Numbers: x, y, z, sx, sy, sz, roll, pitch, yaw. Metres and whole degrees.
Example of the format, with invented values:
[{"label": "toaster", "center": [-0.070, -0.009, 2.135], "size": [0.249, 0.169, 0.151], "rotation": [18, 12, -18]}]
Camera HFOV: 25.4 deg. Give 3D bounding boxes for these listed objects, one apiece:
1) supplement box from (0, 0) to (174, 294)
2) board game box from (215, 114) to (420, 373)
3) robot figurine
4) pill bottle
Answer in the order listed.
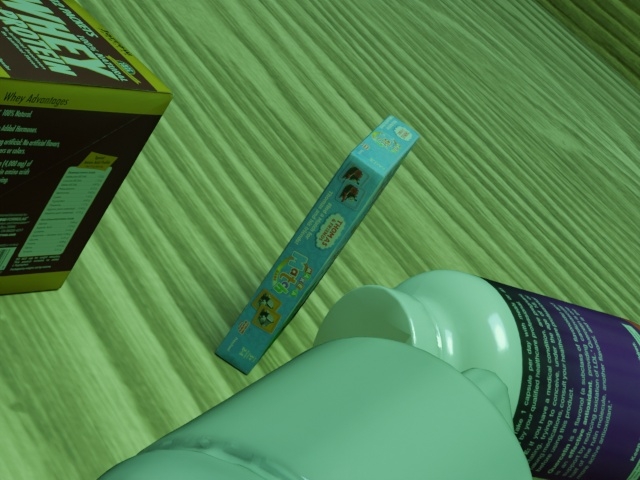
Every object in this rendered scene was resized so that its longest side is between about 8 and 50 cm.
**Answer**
[{"label": "supplement box", "center": [-0.249, -0.072, 1.037], "size": [0.129, 0.194, 0.191], "rotation": [43, 23, 24]}, {"label": "board game box", "center": [0.000, 0.000, 1.211], "size": [0.039, 0.211, 0.160], "rotation": [35, 22, 3]}, {"label": "robot figurine", "center": [-0.010, 0.179, 0.786], "size": [0.300, 0.199, 0.353], "rotation": [-5, 13, 37]}, {"label": "pill bottle", "center": [0.152, 0.128, 1.195], "size": [0.323, 0.181, 0.181], "rotation": [17, 27, -38]}]
